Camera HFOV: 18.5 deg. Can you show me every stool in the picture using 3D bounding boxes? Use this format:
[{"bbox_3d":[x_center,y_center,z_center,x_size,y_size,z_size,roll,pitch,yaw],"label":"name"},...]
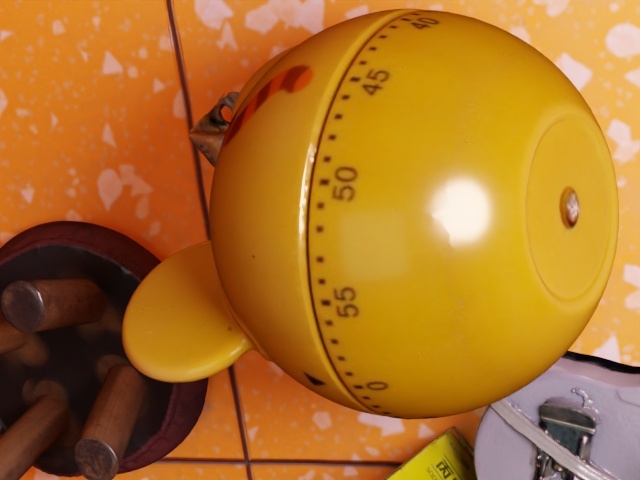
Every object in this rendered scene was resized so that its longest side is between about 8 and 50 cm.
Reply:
[{"bbox_3d":[-0.265,0.129,1.925,0.272,0.178,0.272,8,110,23],"label":"stool"}]

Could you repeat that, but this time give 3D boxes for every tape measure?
[{"bbox_3d":[0.228,0.187,1.742,0.182,0.107,0.181,7,101,22],"label":"tape measure"}]

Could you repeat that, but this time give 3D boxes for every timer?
[{"bbox_3d":[0.044,-0.023,1.645,0.387,0.376,0.376,2,106,34],"label":"timer"}]

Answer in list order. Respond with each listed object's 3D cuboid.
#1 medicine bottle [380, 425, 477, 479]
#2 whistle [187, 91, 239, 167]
[{"bbox_3d":[0.071,0.290,1.770,0.141,0.250,0.137,-41,83,27],"label":"medicine bottle"},{"bbox_3d":[0.000,0.000,1.825,0.068,0.057,0.326,-41,85,27],"label":"whistle"}]
